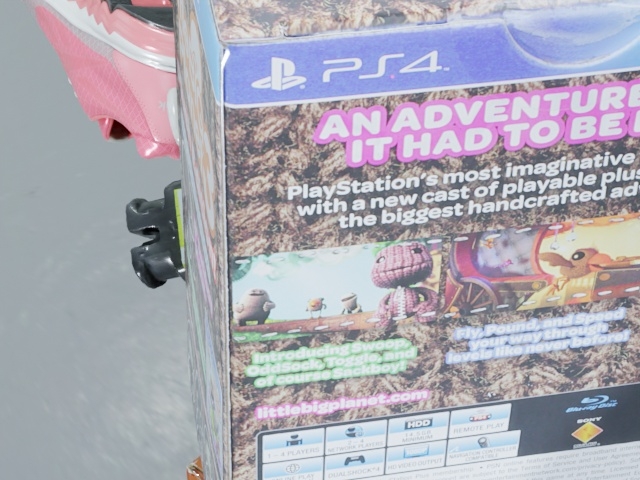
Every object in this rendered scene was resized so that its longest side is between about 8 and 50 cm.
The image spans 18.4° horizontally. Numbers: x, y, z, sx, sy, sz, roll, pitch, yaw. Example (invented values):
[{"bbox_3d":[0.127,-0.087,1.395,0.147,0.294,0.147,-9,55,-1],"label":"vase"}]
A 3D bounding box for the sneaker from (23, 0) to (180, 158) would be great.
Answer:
[{"bbox_3d":[-0.181,-0.155,1.624,0.116,0.314,0.136,-1,110,-27],"label":"sneaker"}]

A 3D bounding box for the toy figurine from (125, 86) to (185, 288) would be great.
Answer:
[{"bbox_3d":[0.000,0.000,1.144,0.148,0.209,0.213,-13,122,17],"label":"toy figurine"}]

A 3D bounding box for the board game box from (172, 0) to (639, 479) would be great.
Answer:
[{"bbox_3d":[0.066,-0.016,0.756,0.232,0.141,0.291,-6,134,-9],"label":"board game box"}]

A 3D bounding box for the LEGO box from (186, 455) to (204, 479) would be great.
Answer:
[{"bbox_3d":[0.146,0.199,1.639,0.193,0.372,0.500,32,55,30],"label":"LEGO box"}]
